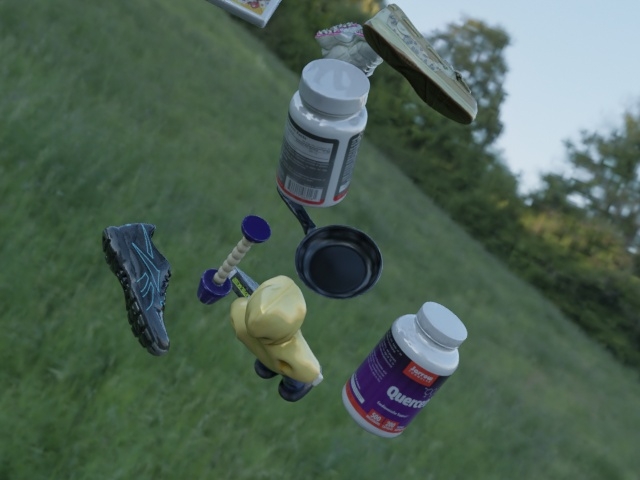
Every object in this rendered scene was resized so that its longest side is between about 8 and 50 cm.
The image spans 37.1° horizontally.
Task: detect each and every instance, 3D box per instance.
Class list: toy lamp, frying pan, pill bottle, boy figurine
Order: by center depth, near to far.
[{"bbox_3d":[-0.067,0.136,1.388,0.177,0.092,0.285,39,-20,23],"label":"boy figurine"},{"bbox_3d":[0.006,-0.219,1.959,0.161,0.283,0.161,8,44,-7],"label":"pill bottle"},{"bbox_3d":[-0.014,0.021,2.157,0.326,0.197,0.053,30,-30,16],"label":"frying pan"},{"bbox_3d":[-0.205,0.053,2.162,0.080,0.274,0.080,19,45,-20],"label":"toy lamp"},{"bbox_3d":[0.202,0.303,2.258,0.182,0.323,0.181,28,26,-15],"label":"pill bottle"}]

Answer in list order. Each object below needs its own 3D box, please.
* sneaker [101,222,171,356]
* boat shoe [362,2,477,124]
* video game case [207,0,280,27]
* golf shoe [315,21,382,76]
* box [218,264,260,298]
[{"bbox_3d":[-0.322,0.084,1.789,0.106,0.267,0.101,-15,-13,-27],"label":"sneaker"},{"bbox_3d":[0.208,-0.344,1.852,0.285,0.089,0.104,45,-13,3],"label":"boat shoe"},{"bbox_3d":[-0.140,-0.450,1.453,0.227,0.206,0.026,27,-24,2],"label":"video game case"},{"bbox_3d":[0.111,-0.441,2.247,0.115,0.140,0.306,-22,21,-29],"label":"golf shoe"},{"bbox_3d":[-0.153,0.152,2.373,0.190,0.045,0.184,47,0,38],"label":"box"}]
